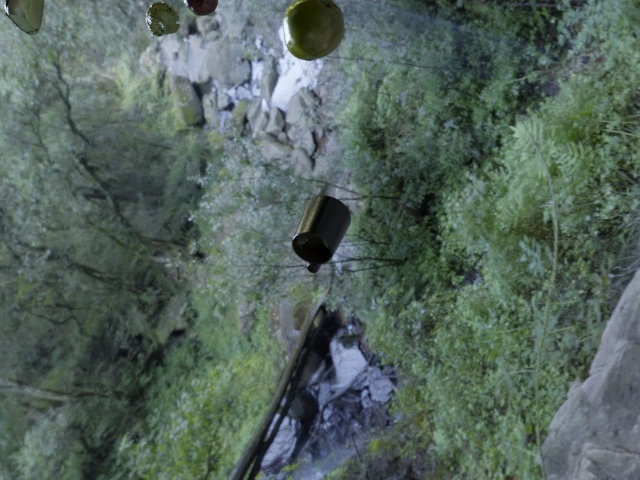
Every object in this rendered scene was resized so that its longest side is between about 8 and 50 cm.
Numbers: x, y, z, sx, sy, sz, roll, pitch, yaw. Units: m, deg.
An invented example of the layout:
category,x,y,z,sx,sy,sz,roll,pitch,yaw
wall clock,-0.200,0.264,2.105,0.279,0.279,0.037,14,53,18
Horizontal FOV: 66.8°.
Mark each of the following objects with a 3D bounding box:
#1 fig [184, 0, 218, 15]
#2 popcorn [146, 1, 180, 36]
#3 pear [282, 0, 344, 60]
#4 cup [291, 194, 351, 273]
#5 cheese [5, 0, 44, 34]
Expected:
category,x,y,z,sx,sy,sz,roll,pitch,yaw
fig,-0.425,-0.897,1.789,0.128,0.150,0.128,38,143,37
popcorn,-0.688,-0.964,2.111,0.162,0.142,0.135,45,158,61
pear,-0.023,-0.665,1.519,0.198,0.198,0.198,10,102,55
cup,0.014,-0.004,1.616,0.166,0.176,0.239,-6,130,27
cheese,-0.850,-0.745,1.430,0.127,0.054,0.251,111,169,-81
